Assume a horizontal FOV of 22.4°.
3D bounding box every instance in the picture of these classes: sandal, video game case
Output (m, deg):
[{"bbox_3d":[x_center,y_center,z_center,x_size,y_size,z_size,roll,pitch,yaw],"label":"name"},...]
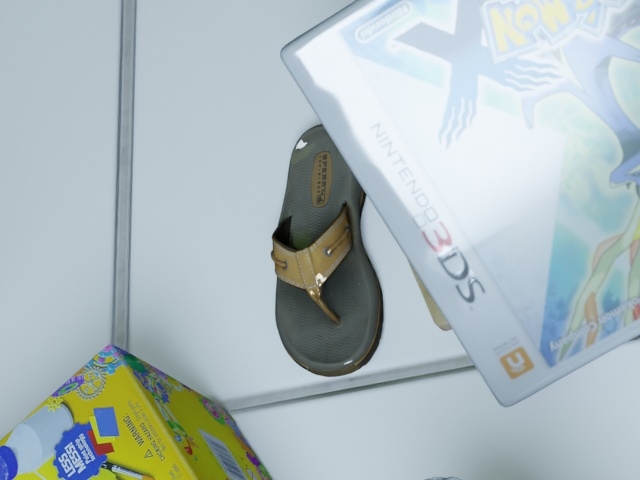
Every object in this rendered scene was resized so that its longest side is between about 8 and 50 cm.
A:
[{"bbox_3d":[0.000,0.000,1.255,0.090,0.060,0.219,-9,64,24],"label":"sandal"},{"bbox_3d":[0.187,-0.088,1.096,0.329,0.036,0.300,-31,98,12],"label":"video game case"}]

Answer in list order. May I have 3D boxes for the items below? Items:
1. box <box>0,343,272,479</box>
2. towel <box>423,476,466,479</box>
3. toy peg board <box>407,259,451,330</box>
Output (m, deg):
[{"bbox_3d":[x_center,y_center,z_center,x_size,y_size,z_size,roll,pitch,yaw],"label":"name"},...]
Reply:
[{"bbox_3d":[-0.139,0.286,1.128,0.279,0.177,0.290,-42,56,6],"label":"box"},{"bbox_3d":[0.158,0.283,0.943,0.121,0.235,0.284,-44,55,7],"label":"towel"},{"bbox_3d":[0.119,-0.046,1.204,0.160,0.079,0.161,-29,58,13],"label":"toy peg board"}]
